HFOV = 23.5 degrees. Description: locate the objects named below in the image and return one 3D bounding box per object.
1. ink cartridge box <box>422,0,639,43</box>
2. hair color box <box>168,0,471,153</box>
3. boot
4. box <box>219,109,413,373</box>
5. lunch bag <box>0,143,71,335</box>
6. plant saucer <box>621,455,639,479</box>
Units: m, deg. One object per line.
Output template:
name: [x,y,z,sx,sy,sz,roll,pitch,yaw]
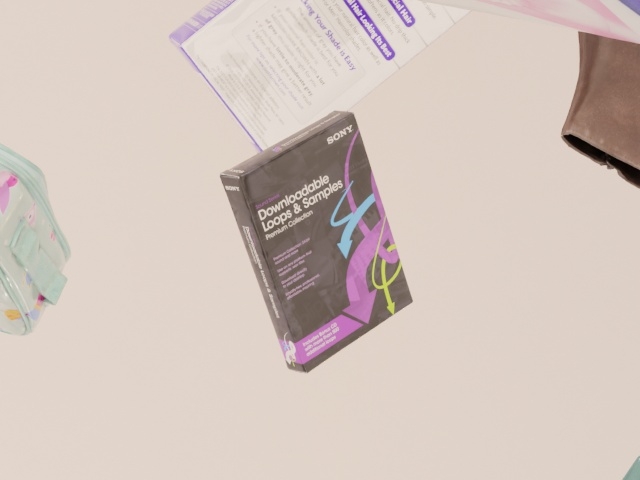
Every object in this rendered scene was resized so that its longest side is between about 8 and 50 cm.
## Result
ink cartridge box: [0.091,-0.198,0.894,0.324,0.330,0.071,21,-90,-47]
hair color box: [0.014,-0.265,1.785,0.339,0.110,0.185,-38,-71,-2]
boot: [0.250,-0.177,1.325,0.248,0.090,0.207,31,-112,-7]
box: [0.000,0.000,1.135,0.116,0.029,0.162,-32,-67,-31]
lunch bag: [-0.326,-0.019,1.293,0.279,0.224,0.108,90,-164,-71]
plant saucer: [0.330,0.245,1.342,0.067,0.192,0.018,-53,-53,-9]
